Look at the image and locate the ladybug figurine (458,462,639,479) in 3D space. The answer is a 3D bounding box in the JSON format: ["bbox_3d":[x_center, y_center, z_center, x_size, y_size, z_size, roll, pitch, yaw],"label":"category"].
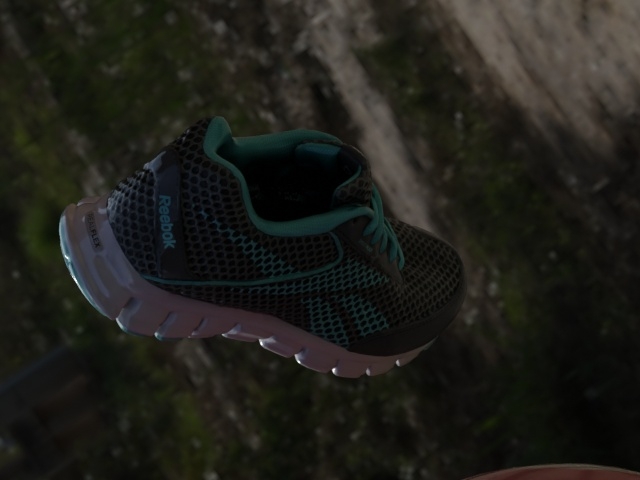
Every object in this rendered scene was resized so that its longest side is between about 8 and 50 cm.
[{"bbox_3d":[0.077,0.178,0.443,0.449,0.305,0.161,-71,-16,-80],"label":"ladybug figurine"}]

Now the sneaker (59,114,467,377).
[{"bbox_3d":[0.000,0.000,0.541,0.166,0.076,0.065,7,-131,-44],"label":"sneaker"}]
